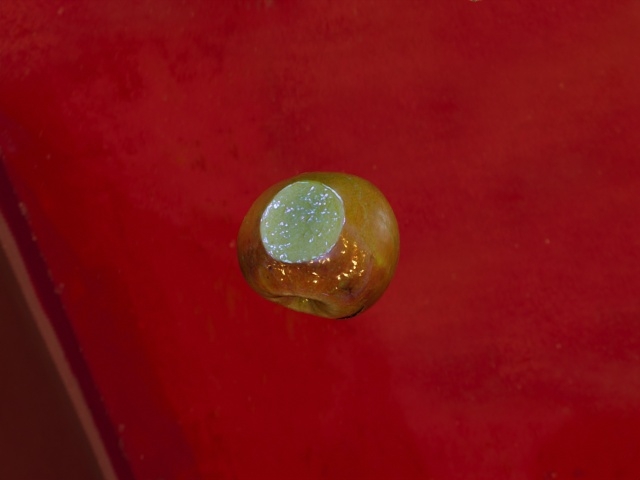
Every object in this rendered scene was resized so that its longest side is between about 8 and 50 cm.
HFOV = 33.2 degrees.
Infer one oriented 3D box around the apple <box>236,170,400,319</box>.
[{"bbox_3d":[0.003,0.002,1.123,0.163,0.147,0.146,7,161,21],"label":"apple"}]
